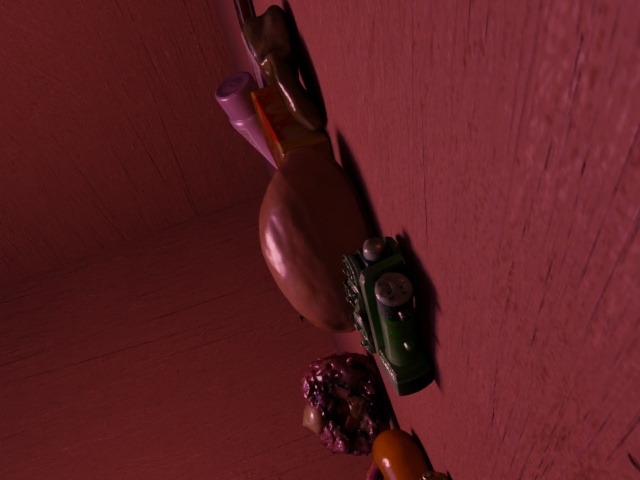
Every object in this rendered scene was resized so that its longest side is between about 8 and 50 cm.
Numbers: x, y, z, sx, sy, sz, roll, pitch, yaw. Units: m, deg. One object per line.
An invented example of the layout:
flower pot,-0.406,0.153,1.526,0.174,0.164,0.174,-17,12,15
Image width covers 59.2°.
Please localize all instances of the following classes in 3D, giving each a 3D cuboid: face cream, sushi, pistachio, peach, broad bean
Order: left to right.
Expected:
face cream,-0.126,-0.239,1.256,0.274,0.096,0.154,56,180,-43
broad bean,-0.059,-0.270,0.920,0.153,0.072,0.206,-61,-49,-80
pistachio,0.000,0.000,0.869,0.162,0.182,0.292,-25,-79,-58
sushi,0.062,0.429,1.468,0.171,0.237,0.270,140,114,-76
peach,0.174,0.485,1.172,0.179,0.103,0.179,159,90,-82

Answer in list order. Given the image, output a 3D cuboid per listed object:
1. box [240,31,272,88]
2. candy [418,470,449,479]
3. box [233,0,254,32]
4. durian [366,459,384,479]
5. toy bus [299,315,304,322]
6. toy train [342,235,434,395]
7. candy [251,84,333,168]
box,-0.107,-0.325,1.355,0.273,0.048,0.264,75,171,-53
candy,0.225,0.464,0.906,0.201,0.061,0.060,56,168,36
box,-0.188,-0.571,1.342,0.177,0.036,0.115,78,171,-55
durian,0.220,0.668,1.402,0.186,0.154,0.260,45,-164,-28
toy bus,0.018,0.103,1.222,0.301,0.139,0.113,56,-166,-78
toy train,0.091,0.102,0.732,0.119,0.085,0.251,59,171,39
candy,-0.049,-0.183,1.068,0.276,0.088,0.146,-117,10,-48
